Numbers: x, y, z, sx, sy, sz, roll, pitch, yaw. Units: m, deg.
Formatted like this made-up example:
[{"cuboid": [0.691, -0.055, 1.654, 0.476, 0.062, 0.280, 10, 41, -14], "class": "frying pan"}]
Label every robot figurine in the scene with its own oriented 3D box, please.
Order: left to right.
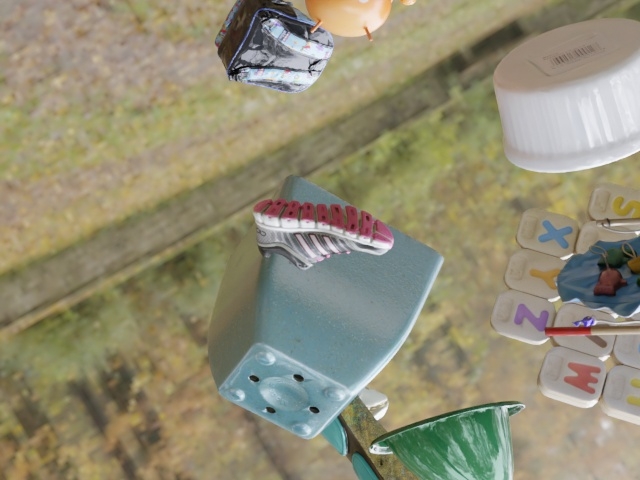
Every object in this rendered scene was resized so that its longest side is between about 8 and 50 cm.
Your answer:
[{"cuboid": [0.049, -0.382, 2.039, 0.158, 0.219, 0.128, 28, 153, -36], "class": "robot figurine"}]

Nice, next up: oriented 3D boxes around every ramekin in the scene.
[{"cuboid": [0.395, -0.227, 2.181, 0.277, 0.135, 0.277, -17, -154, 9], "class": "ramekin"}]

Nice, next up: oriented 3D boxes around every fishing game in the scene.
[{"cuboid": [0.316, 0.021, 1.376, 0.189, 0.041, 0.264, -2, -157, 28], "class": "fishing game"}]

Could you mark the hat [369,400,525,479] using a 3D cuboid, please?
[{"cuboid": [0.173, 0.287, 1.585, 0.209, 0.183, 0.173, -6, 161, -31], "class": "hat"}]

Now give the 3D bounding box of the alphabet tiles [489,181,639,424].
[{"cuboid": [0.343, 0.065, 1.623, 0.021, 0.278, 0.284, 93, 16, -61], "class": "alphabet tiles"}]

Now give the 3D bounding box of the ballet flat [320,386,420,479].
[{"cuboid": [0.075, 0.286, 2.109, 0.123, 0.348, 0.123, -29, 150, -19], "class": "ballet flat"}]

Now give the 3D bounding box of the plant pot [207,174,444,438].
[{"cuboid": [-0.018, 0.116, 1.961, 0.247, 0.248, 0.252, -52, -167, 47], "class": "plant pot"}]

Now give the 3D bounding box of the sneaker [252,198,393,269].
[{"cuboid": [0.000, 0.000, 1.717, 0.063, 0.171, 0.074, -89, -172, -59], "class": "sneaker"}]

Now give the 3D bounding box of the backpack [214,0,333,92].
[{"cuboid": [-0.074, -0.342, 2.501, 0.173, 0.117, 0.158, 12, 121, -31], "class": "backpack"}]
